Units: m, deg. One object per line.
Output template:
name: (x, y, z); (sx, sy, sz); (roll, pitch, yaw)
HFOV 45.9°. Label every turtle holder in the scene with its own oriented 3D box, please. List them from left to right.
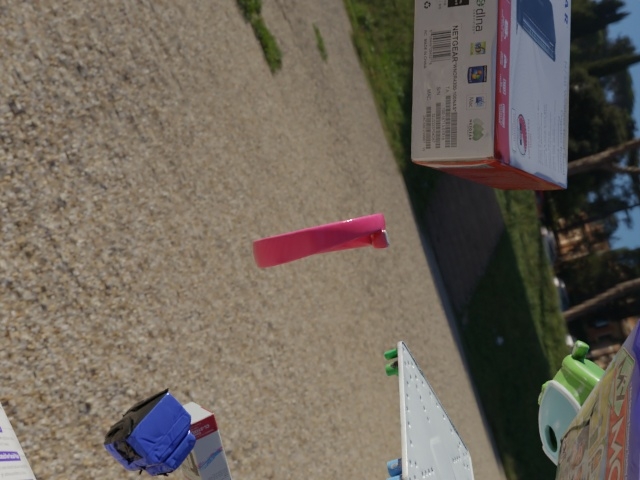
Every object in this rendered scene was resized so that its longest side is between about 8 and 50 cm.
turtle holder: (0.536, 0.344, 1.509); (0.243, 0.227, 0.320); (25, 9, -40)

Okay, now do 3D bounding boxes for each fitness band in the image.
fitness band: (0.000, 0.000, 1.189); (0.291, 0.209, 0.054); (1, 79, -89)

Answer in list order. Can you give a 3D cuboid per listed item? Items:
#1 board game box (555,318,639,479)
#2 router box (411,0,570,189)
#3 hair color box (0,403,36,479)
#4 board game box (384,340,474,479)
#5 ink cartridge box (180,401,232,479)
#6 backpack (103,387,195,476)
board game box: (0.178, 0.229, 0.462); (0.213, 0.046, 0.317); (90, 17, -52)
router box: (0.193, -0.232, 0.801); (0.301, 0.082, 0.336); (2, 89, -60)
hair color box: (-0.415, 0.347, 0.940); (0.339, 0.110, 0.185); (61, -11, 12)
board game box: (0.232, 0.467, 1.547); (0.390, 0.050, 0.390); (58, 19, -26)
ink cartridge box: (-0.275, 0.470, 1.711); (0.127, 0.072, 0.175); (2, -72, 57)
backpack: (-0.245, 0.282, 1.068); (0.101, 0.120, 0.098); (56, 47, -9)
